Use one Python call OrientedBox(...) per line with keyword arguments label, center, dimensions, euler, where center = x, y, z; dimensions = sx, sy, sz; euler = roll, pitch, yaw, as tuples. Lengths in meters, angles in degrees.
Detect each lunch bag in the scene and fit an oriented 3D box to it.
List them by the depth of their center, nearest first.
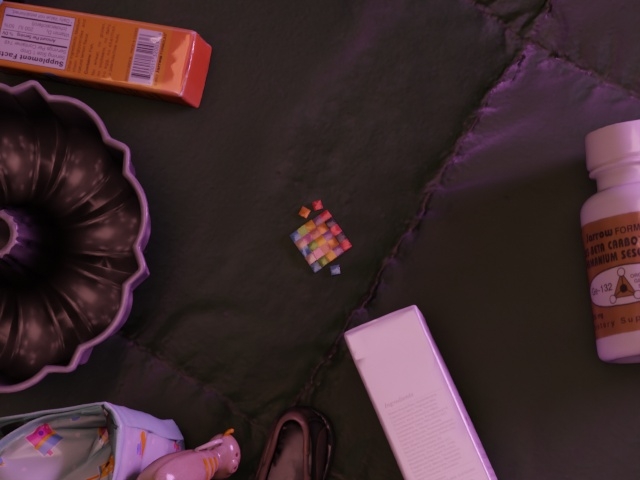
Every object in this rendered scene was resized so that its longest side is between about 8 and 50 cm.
OrientedBox(label="lunch bag", center=(-0.260, 0.265, 1.622), dimensions=(0.160, 0.223, 0.262), euler=(43, 89, 19))

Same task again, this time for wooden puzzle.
OrientedBox(label="wooden puzzle", center=(0.000, 0.000, 1.732), dimensions=(0.049, 0.006, 0.083), euler=(-35, 78, 2))

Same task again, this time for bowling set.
OrientedBox(label="bowling set", center=(-0.112, 0.355, 1.598), dimensions=(0.200, 0.154, 0.287), euler=(35, 112, 19))

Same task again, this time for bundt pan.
OrientedBox(label="bundt pan", center=(-0.326, 0.004, 1.724), dimensions=(0.330, 0.124, 0.331), euler=(-1, 80, 9))

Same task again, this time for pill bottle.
OrientedBox(label="pill bottle", center=(0.327, 0.002, 1.615), dimensions=(0.131, 0.131, 0.229), euler=(-7, 80, 8))

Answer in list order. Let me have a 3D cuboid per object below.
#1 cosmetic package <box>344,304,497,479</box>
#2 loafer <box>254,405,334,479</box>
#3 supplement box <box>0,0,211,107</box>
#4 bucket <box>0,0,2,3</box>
OrientedBox(label="cosmetic package", center=(0.109, 0.186, 1.631), dimensions=(0.085, 0.117, 0.231), euler=(-23, 80, 4))
OrientedBox(label="loafer", center=(-0.046, 0.299, 1.654), dimensions=(0.096, 0.084, 0.268), euler=(7, 83, 11))
OrientedBox(label="supplement box", center=(-0.243, -0.203, 1.766), dimensions=(0.233, 0.078, 0.080), euler=(13, 87, 11))
OrientedBox(label="bucket", center=(-0.453, -0.343, 1.715), dimensions=(0.281, 0.183, 0.281), euler=(2, 93, 43))
